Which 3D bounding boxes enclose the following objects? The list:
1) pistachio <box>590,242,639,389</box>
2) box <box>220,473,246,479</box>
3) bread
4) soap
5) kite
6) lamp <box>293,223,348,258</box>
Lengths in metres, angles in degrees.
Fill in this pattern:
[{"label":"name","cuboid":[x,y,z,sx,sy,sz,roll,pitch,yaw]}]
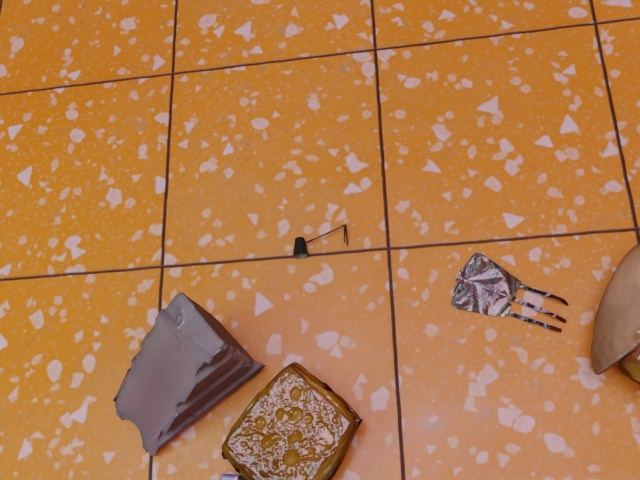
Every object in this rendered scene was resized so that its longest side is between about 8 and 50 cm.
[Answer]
[{"label":"pistachio","cuboid":[0.608,0.126,1.253,0.187,0.187,0.299,25,80,17]},{"label":"box","cuboid":[-0.168,0.502,1.316,0.036,0.050,0.117,-3,70,16]},{"label":"bread","cuboid":[-0.049,0.374,1.322,0.210,0.099,0.235,36,85,22]},{"label":"soap","cuboid":[-0.291,0.259,1.317,0.302,0.258,0.159,-40,70,-5]},{"label":"kite","cuboid":[0.380,0.108,1.390,0.229,0.016,0.127,19,77,16]},{"label":"lamp","cuboid":[-0.001,0.000,1.485,0.121,0.041,0.054,-11,60,9]}]
